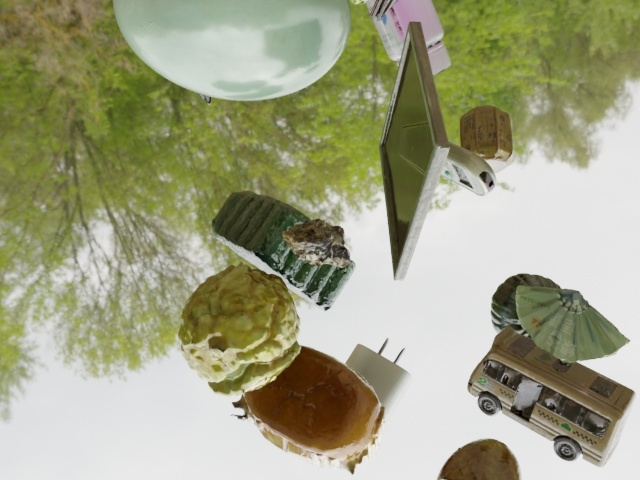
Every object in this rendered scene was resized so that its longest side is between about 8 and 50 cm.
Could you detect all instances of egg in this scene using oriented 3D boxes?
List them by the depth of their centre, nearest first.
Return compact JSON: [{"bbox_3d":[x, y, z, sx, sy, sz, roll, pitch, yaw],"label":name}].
[{"bbox_3d":[-0.132,-0.367,0.994,0.389,0.276,0.276,-3,-162,-25],"label":"egg"}]

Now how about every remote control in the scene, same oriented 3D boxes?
[{"bbox_3d":[0.214,-0.136,1.030,0.042,0.078,0.221,-42,-145,-5],"label":"remote control"}]

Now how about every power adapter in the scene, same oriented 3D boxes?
[{"bbox_3d":[0.155,0.401,1.772,0.187,0.124,0.255,28,-107,22],"label":"power adapter"}]

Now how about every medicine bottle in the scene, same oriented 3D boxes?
[{"bbox_3d":[0.222,-0.530,1.540,0.152,0.254,0.152,-24,-164,7],"label":"medicine bottle"}]

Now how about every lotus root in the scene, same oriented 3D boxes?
[{"bbox_3d":[0.384,0.565,1.481,0.199,0.188,0.180,20,-132,9],"label":"lotus root"}]

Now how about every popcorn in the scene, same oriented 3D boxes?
[{"bbox_3d":[-0.165,0.191,1.317,0.282,0.282,0.247,9,-146,42],"label":"popcorn"}]

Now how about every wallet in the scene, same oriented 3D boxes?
[{"bbox_3d":[0.164,-0.527,1.207,0.042,0.124,0.230,28,-132,1],"label":"wallet"}]

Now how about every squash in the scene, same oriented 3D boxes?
[{"bbox_3d":[0.559,0.192,1.648,0.218,0.218,0.172,-7,-161,15],"label":"squash"}]

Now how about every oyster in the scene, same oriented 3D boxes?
[{"bbox_3d":[-0.007,0.004,1.268,0.148,0.103,0.051,1,171,-16],"label":"oyster"}]

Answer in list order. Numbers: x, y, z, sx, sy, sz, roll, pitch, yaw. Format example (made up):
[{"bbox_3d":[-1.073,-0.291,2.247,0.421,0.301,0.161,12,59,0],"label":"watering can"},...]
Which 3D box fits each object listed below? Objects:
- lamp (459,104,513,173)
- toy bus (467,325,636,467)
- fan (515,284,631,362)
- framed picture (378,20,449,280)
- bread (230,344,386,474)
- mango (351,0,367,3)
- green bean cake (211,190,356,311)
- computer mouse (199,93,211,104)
[{"bbox_3d":[0.490,-0.297,1.822,0.161,0.185,0.161,0,160,0],"label":"lamp"},{"bbox_3d":[0.446,0.297,1.205,0.289,0.157,0.139,27,-151,34],"label":"toy bus"},{"bbox_3d":[0.455,0.154,1.148,0.009,0.131,0.240,13,-169,-41],"label":"fan"},{"bbox_3d":[0.125,-0.136,0.890,0.020,0.240,0.324,6,-137,-6],"label":"framed picture"},{"bbox_3d":[-0.029,0.385,1.467,0.388,0.183,0.236,18,-128,25],"label":"bread"},{"bbox_3d":[0.060,-0.501,1.076,0.091,0.165,0.074,-16,-142,-11],"label":"mango"},{"bbox_3d":[-0.095,0.014,1.580,0.308,0.300,0.169,22,-105,51],"label":"green bean cake"},{"bbox_3d":[-0.298,-0.406,1.547,0.047,0.135,0.079,-24,171,-6],"label":"computer mouse"}]
